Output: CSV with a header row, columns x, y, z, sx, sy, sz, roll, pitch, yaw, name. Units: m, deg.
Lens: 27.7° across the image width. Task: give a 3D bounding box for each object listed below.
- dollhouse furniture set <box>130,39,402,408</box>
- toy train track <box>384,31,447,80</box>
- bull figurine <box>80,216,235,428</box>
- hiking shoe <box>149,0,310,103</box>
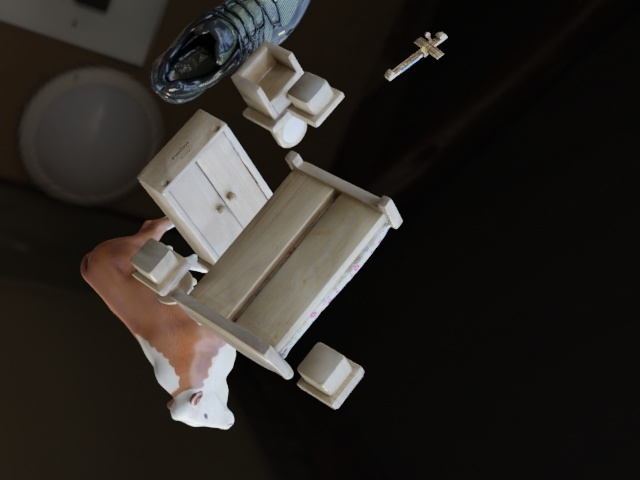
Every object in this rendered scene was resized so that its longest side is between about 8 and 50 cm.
x,y,z,sx,sy,sz,roll,pitch,yaw,name
0.000,0.000,1.348,0.355,0.174,0.303,30,-107,36,dollhouse furniture set
0.105,-0.209,1.452,0.083,0.014,0.048,-38,-136,-7,toy train track
-0.178,0.098,1.691,0.310,0.188,0.101,48,-32,21,bull figurine
-0.093,-0.230,1.448,0.227,0.086,0.114,-42,-169,2,hiking shoe
